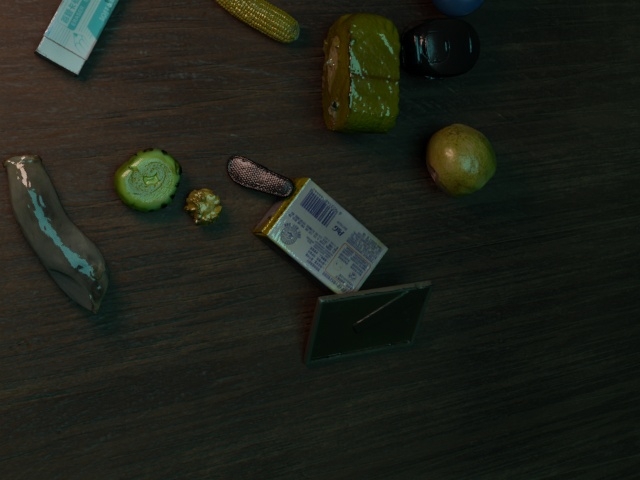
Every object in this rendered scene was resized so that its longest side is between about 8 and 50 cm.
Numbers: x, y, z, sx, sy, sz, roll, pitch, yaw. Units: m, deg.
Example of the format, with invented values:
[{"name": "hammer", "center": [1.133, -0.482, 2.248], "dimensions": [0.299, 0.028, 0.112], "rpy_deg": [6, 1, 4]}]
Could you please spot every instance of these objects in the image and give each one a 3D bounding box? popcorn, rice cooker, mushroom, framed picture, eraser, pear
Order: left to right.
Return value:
[{"name": "mushroom", "center": [-0.525, -0.012, 1.644], "dimensions": [0.109, 0.097, 0.351], "rpy_deg": [-33, 105, -18]}, {"name": "eraser", "center": [-0.474, -0.448, 1.644], "dimensions": [0.095, 0.052, 0.225], "rpy_deg": [29, 84, -25]}, {"name": "popcorn", "center": [-0.252, -0.070, 1.775], "dimensions": [0.082, 0.057, 0.083], "rpy_deg": [27, 81, -30]}, {"name": "framed picture", "center": [0.111, 0.191, 1.914], "dimensions": [0.289, 0.020, 0.211], "rpy_deg": [-7, 134, -22]}, {"name": "rice cooker", "center": [0.272, -0.447, 1.929], "dimensions": [0.203, 0.118, 0.142], "rpy_deg": [-6, 98, -23]}, {"name": "pear", "center": [0.325, -0.191, 1.955], "dimensions": [0.178, 0.178, 0.178], "rpy_deg": [-2, 96, -23]}]

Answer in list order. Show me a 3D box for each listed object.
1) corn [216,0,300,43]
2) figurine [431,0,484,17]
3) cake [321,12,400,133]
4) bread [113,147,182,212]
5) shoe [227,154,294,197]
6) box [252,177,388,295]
[{"name": "corn", "center": [-0.134, -0.489, 1.777], "dimensions": [0.206, 0.067, 0.067], "rpy_deg": [26, 85, -23]}, {"name": "figurine", "center": [0.233, -0.677, 1.818], "dimensions": [0.416, 0.298, 0.243], "rpy_deg": [26, 104, -25]}, {"name": "cake", "center": [0.083, -0.365, 1.825], "dimensions": [0.156, 0.179, 0.261], "rpy_deg": [2, 92, -24]}, {"name": "bread", "center": [-0.358, -0.126, 1.715], "dimensions": [0.130, 0.071, 0.139], "rpy_deg": [31, 85, -20]}, {"name": "shoe", "center": [-0.131, -0.136, 1.818], "dimensions": [0.159, 0.053, 0.062], "rpy_deg": [23, 95, 8]}, {"name": "box", "center": [0.000, 0.000, 1.868], "dimensions": [0.265, 0.097, 0.168], "rpy_deg": [39, 80, -21]}]
